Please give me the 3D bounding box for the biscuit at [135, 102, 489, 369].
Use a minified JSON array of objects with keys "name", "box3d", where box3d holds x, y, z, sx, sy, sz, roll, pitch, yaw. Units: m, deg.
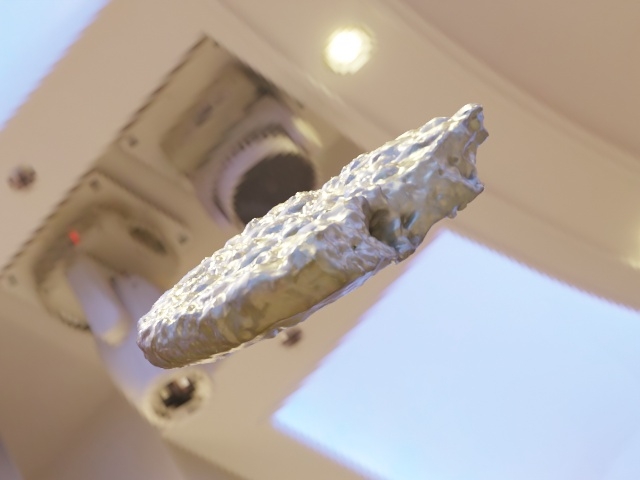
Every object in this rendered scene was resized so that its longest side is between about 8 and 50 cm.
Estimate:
[{"name":"biscuit","box3d":[0.000,0.000,0.838,0.188,0.265,0.040,-31,-84,5]}]
